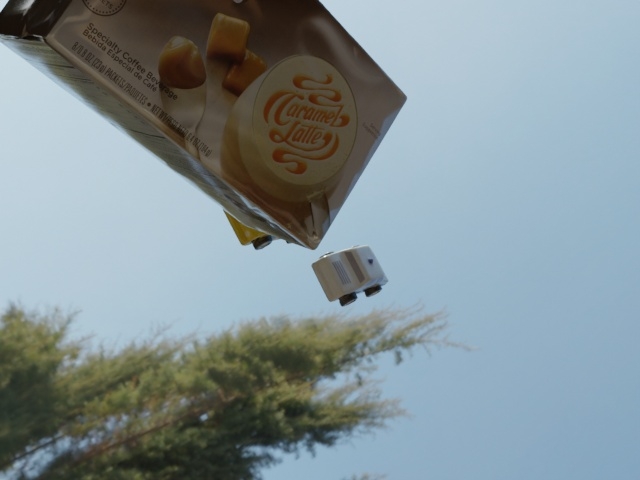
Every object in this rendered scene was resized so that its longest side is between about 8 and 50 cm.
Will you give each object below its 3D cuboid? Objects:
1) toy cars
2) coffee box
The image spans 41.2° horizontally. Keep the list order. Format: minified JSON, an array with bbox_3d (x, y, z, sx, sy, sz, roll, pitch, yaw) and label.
[{"bbox_3d":[0.000,0.000,1.530,0.393,0.176,0.087,34,-52,-30],"label":"toy cars"},{"bbox_3d":[-0.070,-0.118,0.580,0.098,0.246,0.141,20,-105,48],"label":"coffee box"}]
